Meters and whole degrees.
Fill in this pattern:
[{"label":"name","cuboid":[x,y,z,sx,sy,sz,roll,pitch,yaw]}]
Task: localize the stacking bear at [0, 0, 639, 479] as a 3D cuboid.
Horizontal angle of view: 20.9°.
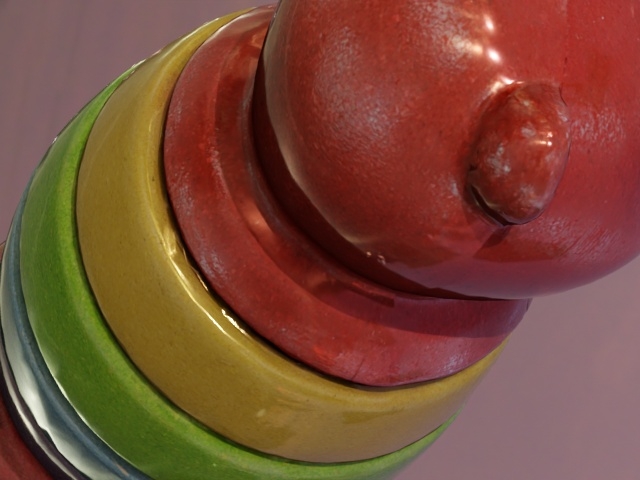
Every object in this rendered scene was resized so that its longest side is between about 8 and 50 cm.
[{"label":"stacking bear","cuboid":[0.000,0.000,0.520,0.289,0.164,0.175,-43,-148,54]}]
